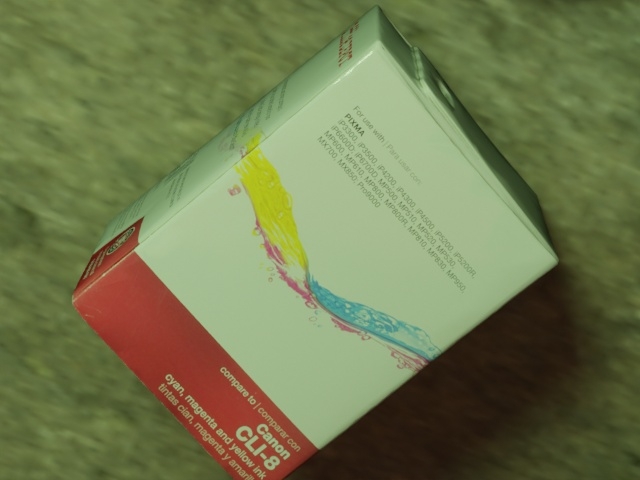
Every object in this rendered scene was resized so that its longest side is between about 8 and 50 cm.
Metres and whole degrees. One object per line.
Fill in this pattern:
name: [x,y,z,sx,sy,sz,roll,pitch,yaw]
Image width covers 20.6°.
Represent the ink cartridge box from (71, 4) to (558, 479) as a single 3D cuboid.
ink cartridge box: [0.000,0.000,0.800,0.176,0.128,0.127,-39,101,12]
